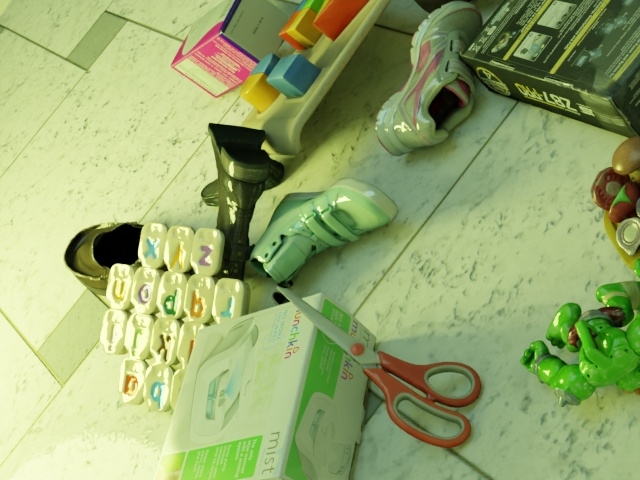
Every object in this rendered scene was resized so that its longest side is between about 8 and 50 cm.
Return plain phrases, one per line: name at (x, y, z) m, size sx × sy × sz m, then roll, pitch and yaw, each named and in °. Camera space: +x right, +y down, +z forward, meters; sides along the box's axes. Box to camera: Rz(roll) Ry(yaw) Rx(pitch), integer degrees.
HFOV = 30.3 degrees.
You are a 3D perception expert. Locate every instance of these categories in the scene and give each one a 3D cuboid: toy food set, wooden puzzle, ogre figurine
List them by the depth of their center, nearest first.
ogre figurine at (0.299, 0.106, 1.259) m, size 0.197 × 0.097 × 0.118 m, roll -22°, pitch 30°, yaw 16°
toy food set at (0.361, -0.057, 1.342) m, size 0.128 × 0.071 × 0.218 m, roll -43°, pitch 30°, yaw 17°
wooden puzzle at (-0.022, -0.303, 1.897) m, size 0.348 × 0.080 × 0.322 m, roll -60°, pitch 19°, yaw -6°

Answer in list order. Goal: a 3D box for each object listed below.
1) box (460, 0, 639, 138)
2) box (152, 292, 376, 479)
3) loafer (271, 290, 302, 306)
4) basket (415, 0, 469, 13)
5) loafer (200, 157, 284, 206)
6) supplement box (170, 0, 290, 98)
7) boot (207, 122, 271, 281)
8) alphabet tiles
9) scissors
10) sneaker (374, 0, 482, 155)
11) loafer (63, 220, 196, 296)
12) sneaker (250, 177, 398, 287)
box at (0.411, -0.340, 1.556) m, size 0.395 × 0.097 × 0.318 m, roll -51°, pitch 33°, yaw -5°
box at (-0.068, 0.228, 1.510) m, size 0.231 × 0.127 × 0.262 m, roll -18°, pitch 44°, yaw 38°
loafer at (-0.028, 0.101, 1.655) m, size 0.045 × 0.039 × 0.125 m, roll -55°, pitch 35°, yaw -10°
basket at (0.241, -0.447, 1.794) m, size 0.227 × 0.154 × 0.204 m, roll -25°, pitch 19°, yaw 36°
loafer at (-0.140, -0.105, 1.949) m, size 0.170 × 0.061 × 0.062 m, roll -22°, pitch 45°, yaw 34°
supplement box at (-0.162, -0.352, 2.121) m, size 0.220 × 0.114 × 0.111 m, roll -14°, pitch 47°, yaw 58°
boot at (-0.141, -0.048, 1.812) m, size 0.263 × 0.091 × 0.229 m, roll -109°, pitch 28°, yaw -66°
alphabet tiles at (-0.220, 0.115, 1.758) m, size 0.284 × 0.021 × 0.278 m, roll 6°, pitch 87°, yaw 38°
scissors at (0.053, 0.148, 1.412) m, size 0.297 × 0.021 × 0.109 m, roll 24°, pitch 66°, yaw 17°
sneaker at (0.183, -0.231, 1.704) m, size 0.111 × 0.103 × 0.252 m, roll 11°, pitch 73°, yaw 48°
loafer at (-0.328, 0.013, 1.979) m, size 0.366 × 0.130 × 0.134 m, roll 3°, pitch 59°, yaw 48°
sneaker at (0.000, 0.000, 1.672) m, size 0.256 × 0.094 × 0.151 m, roll -9°, pitch 44°, yaw 54°
